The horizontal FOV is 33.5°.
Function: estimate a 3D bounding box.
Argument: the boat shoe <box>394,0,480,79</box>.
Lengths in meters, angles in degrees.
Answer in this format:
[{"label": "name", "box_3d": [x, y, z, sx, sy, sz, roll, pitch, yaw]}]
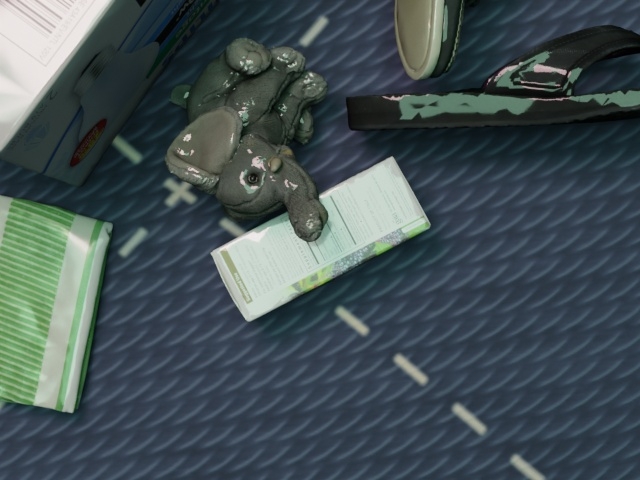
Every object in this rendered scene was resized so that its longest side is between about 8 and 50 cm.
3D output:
[{"label": "boat shoe", "box_3d": [0.151, -0.323, 1.204, 0.113, 0.127, 0.340, 10, 57, -17]}]

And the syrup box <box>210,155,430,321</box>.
[{"label": "syrup box", "box_3d": [0.000, 0.000, 1.235, 0.236, 0.093, 0.096, -29, 88, 0]}]

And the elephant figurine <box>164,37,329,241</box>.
[{"label": "elephant figurine", "box_3d": [-0.086, -0.093, 1.180, 0.169, 0.186, 0.240, 18, 60, -16]}]

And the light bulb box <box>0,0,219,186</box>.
[{"label": "light bulb box", "box_3d": [-0.275, -0.268, 1.119, 0.225, 0.361, 0.358, 37, 89, 1]}]

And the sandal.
[{"label": "sandal", "box_3d": [0.250, -0.183, 1.195, 0.445, 0.167, 0.107, -2, 96, 2]}]

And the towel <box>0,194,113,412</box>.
[{"label": "towel", "box_3d": [-0.426, 0.062, 1.275, 0.324, 0.038, 0.248, 10, 87, 4]}]
